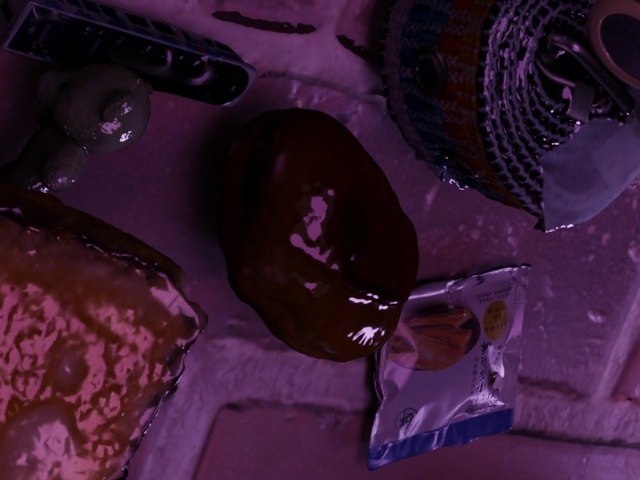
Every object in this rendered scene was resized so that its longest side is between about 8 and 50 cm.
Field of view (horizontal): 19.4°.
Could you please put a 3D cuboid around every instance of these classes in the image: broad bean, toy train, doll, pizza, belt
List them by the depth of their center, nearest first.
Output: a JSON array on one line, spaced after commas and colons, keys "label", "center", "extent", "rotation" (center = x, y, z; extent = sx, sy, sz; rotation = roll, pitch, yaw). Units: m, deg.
[{"label": "pizza", "center": [-0.255, 0.101, 1.190], "extent": [0.392, 0.080, 0.435], "rotation": [-37, 122, -19]}, {"label": "doll", "center": [-0.182, -0.066, 1.267], "extent": [0.150, 0.115, 0.077], "rotation": [-42, 102, 8]}, {"label": "toy train", "center": [-0.133, -0.135, 1.312], "extent": [0.207, 0.047, 0.043], "rotation": [13, 125, -42]}, {"label": "broad bean", "center": [-0.002, -0.002, 1.439], "extent": [0.156, 0.122, 0.228], "rotation": [-66, 146, -29]}, {"label": "belt", "center": [0.170, -0.128, 1.495], "extent": [0.257, 0.150, 0.207], "rotation": [39, 79, -43]}]

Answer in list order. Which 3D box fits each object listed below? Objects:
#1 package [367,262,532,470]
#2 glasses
[{"label": "package", "center": [0.113, 0.110, 1.652], "extent": [0.171, 0.027, 0.173], "rotation": [-13, 115, -35]}, {"label": "glasses", "center": [0.281, -0.177, 1.469], "extent": [0.190, 0.088, 0.221], "rotation": [48, 38, -32]}]
